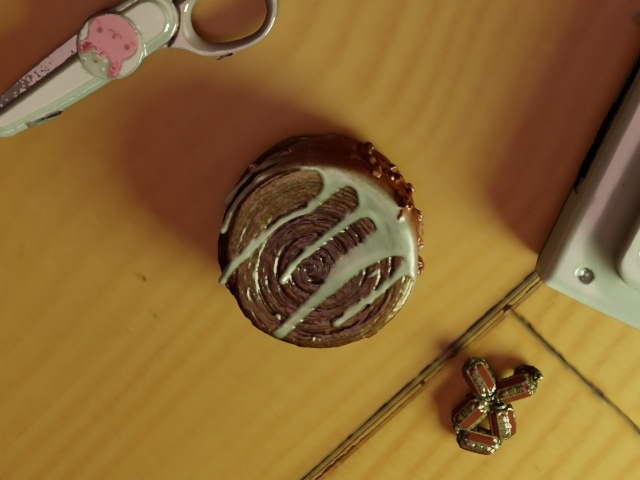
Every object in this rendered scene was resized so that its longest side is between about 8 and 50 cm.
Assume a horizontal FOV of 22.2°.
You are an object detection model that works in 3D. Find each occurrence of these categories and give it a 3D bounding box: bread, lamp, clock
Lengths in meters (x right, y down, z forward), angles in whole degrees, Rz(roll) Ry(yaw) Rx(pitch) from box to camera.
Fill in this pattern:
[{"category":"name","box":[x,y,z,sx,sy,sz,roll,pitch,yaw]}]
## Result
[{"category":"bread","box":[0.000,0.000,1.228,0.161,0.073,0.160,2,108,5]},{"category":"lamp","box":[0.135,0.133,1.287,0.063,0.031,0.083,14,113,1]},{"category":"clock","box":[0.312,-0.035,1.171,0.231,0.116,0.262,24,108,-3]}]

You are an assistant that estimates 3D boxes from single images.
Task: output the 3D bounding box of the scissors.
[{"category":"scissors","box":[-0.152,-0.149,1.210,0.242,0.030,0.118,-31,103,11]}]
